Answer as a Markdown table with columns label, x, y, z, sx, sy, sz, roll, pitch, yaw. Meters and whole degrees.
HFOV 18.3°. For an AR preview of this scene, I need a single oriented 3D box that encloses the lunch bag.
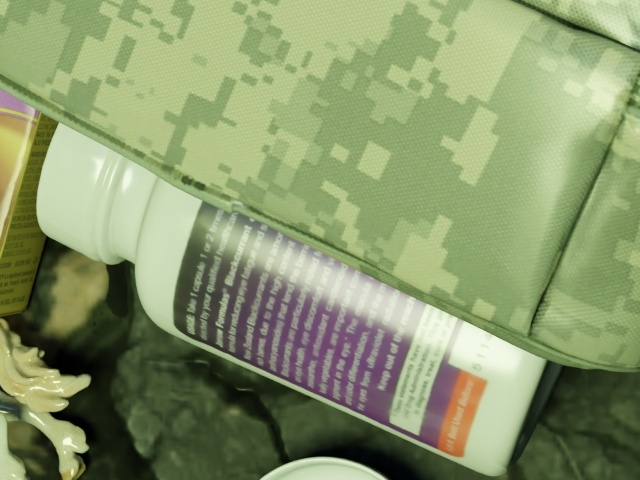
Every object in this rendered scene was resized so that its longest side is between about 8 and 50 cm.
| label | x | y | z | sx | sy | sz | roll | pitch | yaw |
| --- | --- | --- | --- | --- | --- | --- | --- | --- | --- |
| lunch bag | 0.051 | -0.140 | 0.615 | 0.305 | 0.212 | 0.256 | 29 | 119 | 21 |

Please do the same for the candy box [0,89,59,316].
| label | x | y | z | sx | sy | sz | roll | pitch | yaw |
| --- | --- | --- | --- | --- | --- | --- | --- | --- | --- |
| candy box | -0.148 | -0.074 | 0.787 | 0.109 | 0.053 | 0.187 | 18 | 96 | 13 |

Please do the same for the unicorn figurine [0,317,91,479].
| label | x | y | z | sx | sy | sz | roll | pitch | yaw |
| --- | --- | --- | --- | --- | --- | --- | --- | --- | --- |
| unicorn figurine | -0.169 | 0.096 | 0.805 | 0.111 | 0.060 | 0.162 | 38 | 85 | 9 |

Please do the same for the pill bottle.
| label | x | y | z | sx | sy | sz | roll | pitch | yaw |
| --- | --- | --- | --- | --- | --- | --- | --- | --- | --- |
| pill bottle | 0.000 | 0.000 | 0.725 | 0.193 | 0.108 | 0.108 | 23 | 98 | 11 |

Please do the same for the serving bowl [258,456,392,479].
| label | x | y | z | sx | sy | sz | roll | pitch | yaw |
| --- | --- | --- | --- | --- | --- | --- | --- | --- | --- |
| serving bowl | 0.005 | 0.124 | 0.772 | 0.083 | 0.027 | 0.083 | 1 | 93 | 14 |
